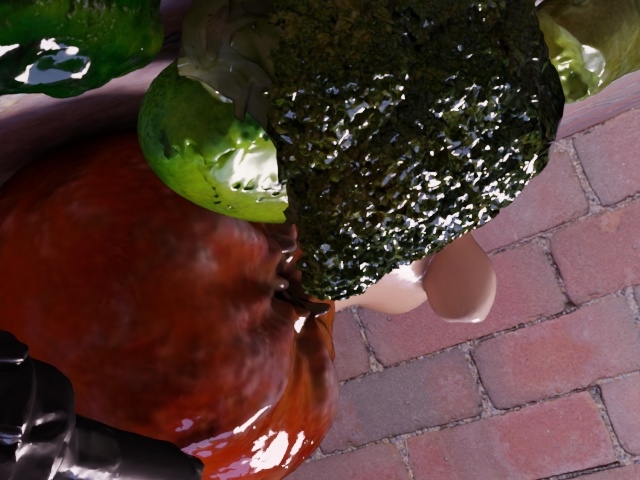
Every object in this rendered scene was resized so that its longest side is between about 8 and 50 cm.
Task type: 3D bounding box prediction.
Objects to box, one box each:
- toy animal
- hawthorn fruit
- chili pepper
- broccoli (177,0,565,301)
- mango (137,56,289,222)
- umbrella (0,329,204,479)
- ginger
[{"bbox_3d":[0.004,-0.002,0.887,0.256,0.195,0.213,-25,-175,13],"label":"toy animal"},{"bbox_3d":[-0.127,0.057,0.647,0.271,0.242,0.242,-16,179,17],"label":"hawthorn fruit"},{"bbox_3d":[-0.119,-0.054,0.301,0.182,0.050,0.073,-22,174,-33],"label":"chili pepper"},{"bbox_3d":[0.021,-0.064,0.384,0.162,0.137,0.146,100,10,-47],"label":"broccoli"},{"bbox_3d":[-0.007,-0.064,0.511,0.178,0.100,0.119,-11,156,-37],"label":"mango"},{"bbox_3d":[-0.165,0.064,0.398,0.118,0.118,0.340,-22,149,26],"label":"umbrella"},{"bbox_3d":[0.256,-0.168,0.684,0.289,0.089,0.137,-26,159,5],"label":"ginger"}]
